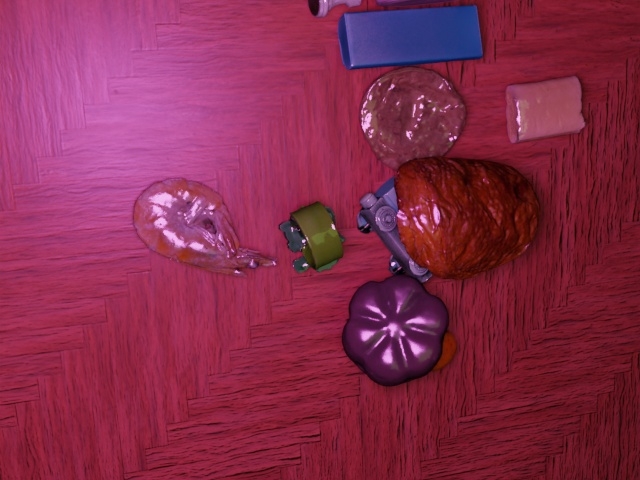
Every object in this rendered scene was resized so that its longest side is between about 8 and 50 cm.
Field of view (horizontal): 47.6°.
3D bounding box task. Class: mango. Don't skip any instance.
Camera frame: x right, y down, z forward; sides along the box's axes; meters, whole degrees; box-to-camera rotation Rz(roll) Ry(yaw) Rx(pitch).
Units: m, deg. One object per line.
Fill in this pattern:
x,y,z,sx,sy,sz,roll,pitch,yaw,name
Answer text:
0.236,0.256,1.686,0.165,0.089,0.115,-9,112,-10,mango

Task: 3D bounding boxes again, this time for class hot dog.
0.298,-0.055,1.551,0.387,0.174,0.267,-4,77,-38,hot dog

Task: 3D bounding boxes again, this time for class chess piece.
0.031,-0.499,1.497,0.103,0.067,0.067,-16,105,-21,chess piece

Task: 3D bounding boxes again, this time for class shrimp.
-0.232,-0.023,1.509,0.317,0.077,0.168,19,92,-15,shrimp

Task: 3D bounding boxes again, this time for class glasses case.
0.191,-0.428,1.546,0.301,0.070,0.117,-7,90,-15,glasses case

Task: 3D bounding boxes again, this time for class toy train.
0.192,-0.027,1.621,0.159,0.101,0.248,-45,109,-20,toy train

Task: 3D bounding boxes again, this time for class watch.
0.000,0.000,1.537,0.131,0.152,0.165,-23,104,-13,watch

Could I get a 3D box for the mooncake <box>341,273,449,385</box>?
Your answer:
0.163,0.197,1.594,0.245,0.133,0.245,-1,76,6,mooncake

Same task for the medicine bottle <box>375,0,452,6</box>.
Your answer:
0.215,-0.594,1.437,0.238,0.238,0.232,-9,105,-14,medicine bottle

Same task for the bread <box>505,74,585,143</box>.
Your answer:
0.515,-0.299,1.667,0.178,0.060,0.139,-12,103,-13,bread

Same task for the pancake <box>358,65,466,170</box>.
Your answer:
0.199,-0.264,1.596,0.241,0.050,0.242,-2,107,-7,pancake
